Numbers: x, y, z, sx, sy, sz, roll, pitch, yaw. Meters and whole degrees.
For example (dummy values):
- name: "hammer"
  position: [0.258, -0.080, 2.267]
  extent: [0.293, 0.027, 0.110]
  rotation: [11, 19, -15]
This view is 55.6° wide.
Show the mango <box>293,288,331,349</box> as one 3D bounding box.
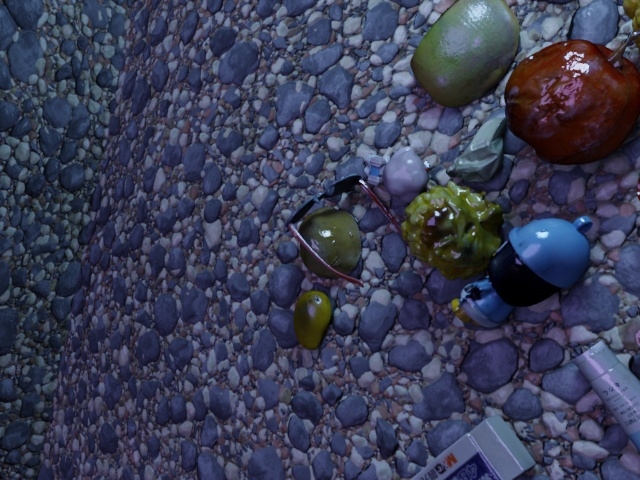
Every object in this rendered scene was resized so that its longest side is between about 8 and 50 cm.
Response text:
- name: "mango"
  position: [-0.023, 0.209, 1.579]
  extent: [0.103, 0.076, 0.160]
  rotation: [17, 104, 33]

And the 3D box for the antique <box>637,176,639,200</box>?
- name: "antique"
  position: [0.618, -0.091, 1.064]
  extent: [0.104, 0.104, 0.104]
  rotation: [-5, 82, 39]

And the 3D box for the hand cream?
- name: "hand cream"
  position: [0.585, 0.323, 1.081]
  extent: [0.111, 0.070, 0.312]
  rotation: [-44, 68, 26]

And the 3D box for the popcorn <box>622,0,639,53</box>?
- name: "popcorn"
  position: [0.642, -0.400, 1.027]
  extent: [0.250, 0.190, 0.250]
  rotation: [1, 93, 29]

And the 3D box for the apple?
- name: "apple"
  position: [0.320, -0.419, 1.339]
  extent: [0.265, 0.120, 0.193]
  rotation: [-45, 70, 30]

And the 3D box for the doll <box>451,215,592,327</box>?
- name: "doll"
  position: [0.396, 0.057, 1.183]
  extent: [0.314, 0.177, 0.141]
  rotation: [-44, 46, 31]

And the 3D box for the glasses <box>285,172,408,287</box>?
- name: "glasses"
  position: [0.070, -0.016, 1.464]
  extent: [0.268, 0.234, 0.118]
  rotation: [52, 158, 15]

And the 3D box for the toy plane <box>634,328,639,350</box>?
- name: "toy plane"
  position: [0.651, 0.102, 1.010]
  extent: [0.223, 0.104, 0.326]
  rotation: [5, 88, 41]

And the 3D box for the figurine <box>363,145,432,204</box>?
- name: "figurine"
  position: [0.182, -0.158, 1.430]
  extent: [0.229, 0.112, 0.137]
  rotation: [28, 108, 48]

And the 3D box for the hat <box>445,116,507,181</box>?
- name: "hat"
  position: [0.357, -0.197, 1.319]
  extent: [0.166, 0.081, 0.122]
  rotation: [-59, 13, 0]

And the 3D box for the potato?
- name: "potato"
  position: [0.000, 0.000, 1.557]
  extent: [0.182, 0.117, 0.202]
  rotation: [-26, 70, 38]

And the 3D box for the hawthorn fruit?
- name: "hawthorn fruit"
  position: [0.479, -0.273, 1.098]
  extent: [0.272, 0.242, 0.241]
  rotation: [-45, 58, 46]

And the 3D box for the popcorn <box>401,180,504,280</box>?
- name: "popcorn"
  position: [0.284, -0.023, 1.294]
  extent: [0.189, 0.218, 0.169]
  rotation: [-54, 9, 3]

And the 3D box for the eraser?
- name: "eraser"
  position: [0.303, 0.497, 1.270]
  extent: [0.279, 0.081, 0.124]
  rotation: [-50, 57, 24]
